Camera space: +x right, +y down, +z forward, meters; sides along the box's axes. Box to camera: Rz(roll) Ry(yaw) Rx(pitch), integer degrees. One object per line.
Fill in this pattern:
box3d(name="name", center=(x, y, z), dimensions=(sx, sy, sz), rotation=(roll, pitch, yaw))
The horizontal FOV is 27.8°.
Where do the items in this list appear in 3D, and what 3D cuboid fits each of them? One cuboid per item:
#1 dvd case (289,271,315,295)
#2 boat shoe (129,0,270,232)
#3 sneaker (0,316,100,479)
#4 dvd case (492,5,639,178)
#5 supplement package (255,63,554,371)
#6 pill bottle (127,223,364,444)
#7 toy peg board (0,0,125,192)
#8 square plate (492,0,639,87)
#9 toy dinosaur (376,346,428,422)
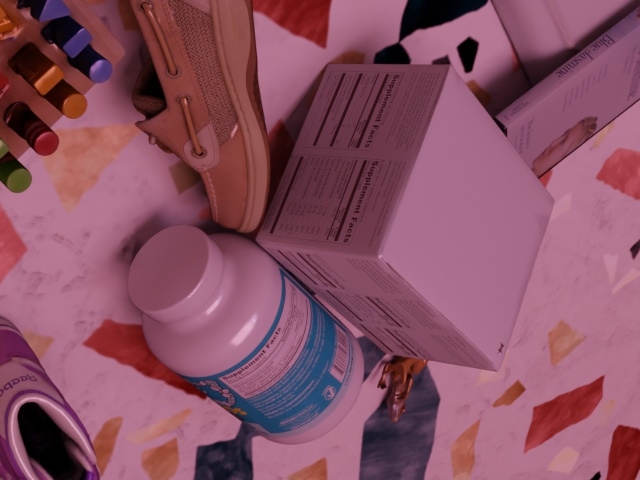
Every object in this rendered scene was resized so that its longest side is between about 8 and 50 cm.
box3d(name="dvd case", center=(0.000, 0.000, 1.362), dimensions=(0.087, 0.013, 0.119), rotation=(-32, 135, -18))
box3d(name="boat shoe", center=(-0.107, -0.132, 1.113), dimensions=(0.110, 0.121, 0.341), rotation=(-8, 139, -5))
box3d(name="sneaker", center=(-0.253, 0.214, 1.199), dimensions=(0.102, 0.161, 0.282), rotation=(-35, 136, -17))
box3d(name="dvd case", center=(0.290, -0.154, 1.444), dimensions=(0.253, 0.022, 0.180), rotation=(-38, 155, -13))
box3d(name="supplement package", center=(0.094, -0.021, 1.278), dimensions=(0.262, 0.145, 0.204), rotation=(43, 62, -48))
box3d(name="pill bottle", center=(-0.075, 0.088, 1.265), dimensions=(0.146, 0.146, 0.264), rotation=(-47, 136, -3))
box3d(name="toy peg board", center=(-0.229, -0.125, 0.947), dimensions=(0.160, 0.079, 0.161), rotation=(-45, 137, -7))
box3d(name="square plate", center=(0.309, -0.358, 1.341), dimensions=(0.347, 0.049, 0.344), rotation=(-44, 136, -6))
box3d(name="toy dinosaur", center=(0.116, 0.119, 1.519), dimensions=(0.112, 0.064, 0.211), rotation=(-5, 133, -58))
